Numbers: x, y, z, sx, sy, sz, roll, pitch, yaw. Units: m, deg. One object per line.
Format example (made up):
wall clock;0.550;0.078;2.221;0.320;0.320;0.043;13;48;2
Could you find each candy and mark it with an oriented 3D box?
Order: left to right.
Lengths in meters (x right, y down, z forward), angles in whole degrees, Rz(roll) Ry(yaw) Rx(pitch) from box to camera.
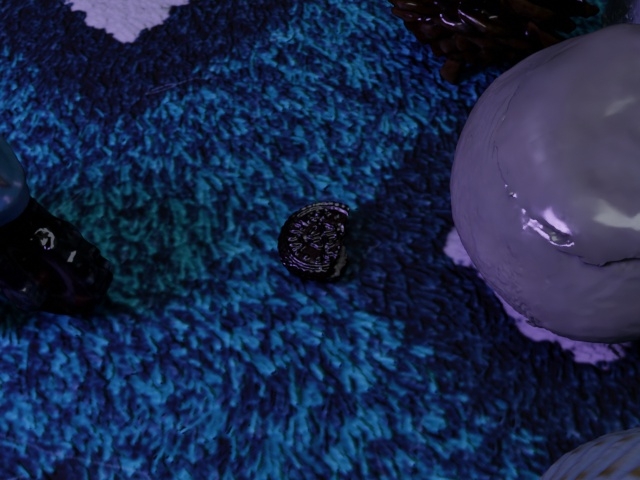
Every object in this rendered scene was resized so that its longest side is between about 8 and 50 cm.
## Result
candy;0.248;-0.049;0.796;0.296;0.185;0.295;-12;57;18

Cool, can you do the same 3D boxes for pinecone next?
pinecone;0.190;-0.309;0.953;0.244;0.244;0.309;32;105;26

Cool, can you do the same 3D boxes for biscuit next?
biscuit;0.000;0.000;0.891;0.089;0.027;0.087;-34;56;-19

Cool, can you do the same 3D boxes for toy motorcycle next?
toy motorcycle;-0.391;-0.039;0.838;0.416;0.232;0.172;13;59;16

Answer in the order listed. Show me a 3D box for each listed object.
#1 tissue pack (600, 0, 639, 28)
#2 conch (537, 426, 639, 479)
tissue pack;0.443;-0.225;0.935;0.264;0.146;0.198;-6;52;2
conch;0.207;0.254;0.529;0.319;0.215;0.303;34;96;35
